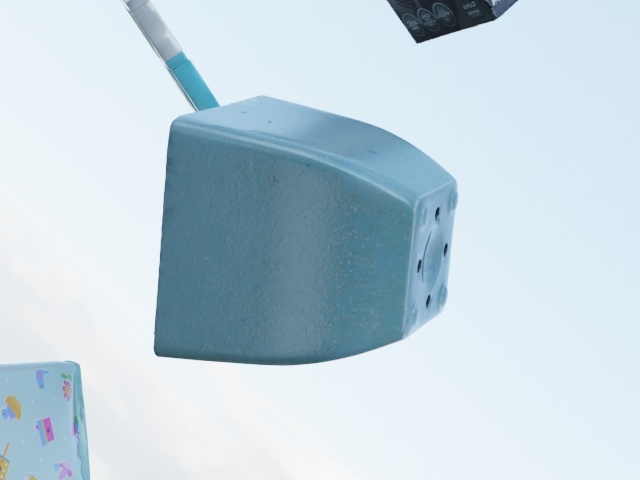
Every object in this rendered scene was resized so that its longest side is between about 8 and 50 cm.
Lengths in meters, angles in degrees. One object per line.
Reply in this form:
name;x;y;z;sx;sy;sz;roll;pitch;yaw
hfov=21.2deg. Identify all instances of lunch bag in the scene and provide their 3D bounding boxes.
lunch bag;-0.354;0.268;1.858;0.160;0.262;0.223;-10;-7;25

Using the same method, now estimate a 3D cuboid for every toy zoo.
toy zoo;-0.194;-0.240;2.228;0.293;0.030;0.192;57;-2;-15

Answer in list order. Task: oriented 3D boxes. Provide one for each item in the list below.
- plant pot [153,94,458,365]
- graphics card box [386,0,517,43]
plant pot;0.000;0.000;1.757;0.252;0.247;0.248;10;14;19
graphics card box;0.113;-0.458;2.381;0.371;0.094;0.233;53;-22;-15
